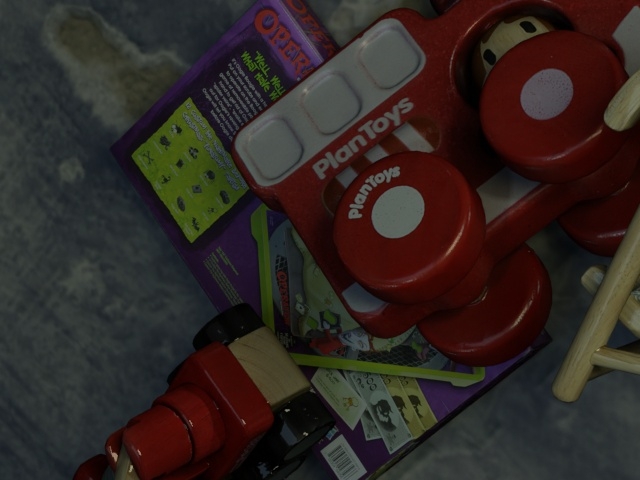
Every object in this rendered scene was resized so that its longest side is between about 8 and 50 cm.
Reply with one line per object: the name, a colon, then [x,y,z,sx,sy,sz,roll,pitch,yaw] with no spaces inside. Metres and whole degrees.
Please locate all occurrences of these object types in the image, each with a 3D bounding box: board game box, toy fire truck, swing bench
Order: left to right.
toy fire truck: [-0.126,0.194,1.382,0.158,0.246,0.217,54,143,14]
board game box: [0.000,0.000,1.429,0.208,0.056,0.347,-42,75,31]
toy fire truck: [0.101,-0.079,1.286,0.302,0.169,0.254,-39,56,8]
swing bench: [0.281,-0.025,1.143,0.165,0.253,0.254,12,101,28]
